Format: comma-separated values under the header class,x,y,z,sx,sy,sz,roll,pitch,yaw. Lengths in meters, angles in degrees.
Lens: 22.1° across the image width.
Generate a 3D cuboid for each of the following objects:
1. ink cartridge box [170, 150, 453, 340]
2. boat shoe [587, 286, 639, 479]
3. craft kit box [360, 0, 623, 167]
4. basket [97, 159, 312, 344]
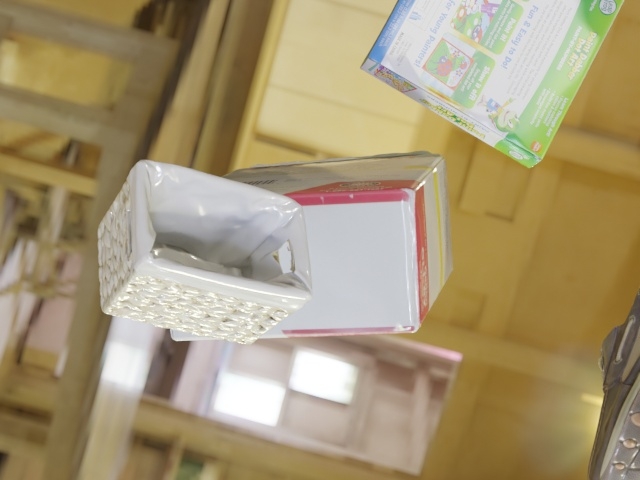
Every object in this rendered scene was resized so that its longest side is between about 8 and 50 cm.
class,x,y,z,sx,sy,sz,roll,pitch,yaw
ink cartridge box,0.000,0.000,1.909,0.384,0.279,0.160,-41,126,-77
boat shoe,0.412,0.156,1.986,0.355,0.132,0.130,-62,-155,-12
craft kit box,0.213,-0.256,2.002,0.250,0.246,0.061,-61,-178,-14
basket,-0.105,0.016,1.441,0.103,0.167,0.113,-47,-141,43
